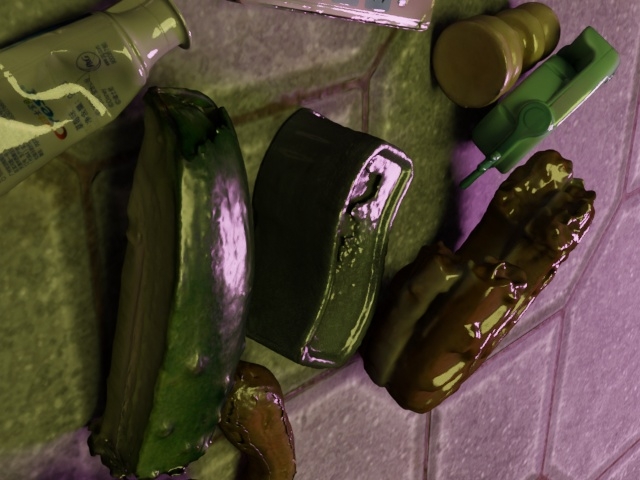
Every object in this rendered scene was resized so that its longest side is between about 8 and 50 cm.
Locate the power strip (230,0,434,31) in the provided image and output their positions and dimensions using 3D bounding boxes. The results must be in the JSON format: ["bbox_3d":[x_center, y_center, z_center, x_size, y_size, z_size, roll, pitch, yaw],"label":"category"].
[{"bbox_3d":[0.018,-0.253,0.845,0.279,0.037,0.109,-6,112,-47],"label":"power strip"}]

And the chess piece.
[{"bbox_3d":[0.203,-0.214,1.049,0.170,0.094,0.094,-33,132,-45],"label":"chess piece"}]

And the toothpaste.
[{"bbox_3d":[-0.210,-0.090,0.667,0.266,0.061,0.096,-40,136,-19],"label":"toothpaste"}]

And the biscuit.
[{"bbox_3d":[0.168,0.056,1.052,0.366,0.115,0.268,-30,155,-51],"label":"biscuit"}]

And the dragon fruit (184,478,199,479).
[{"bbox_3d":[-0.127,0.316,0.845,0.269,0.198,0.200,20,60,-62],"label":"dragon fruit"}]

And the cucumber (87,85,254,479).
[{"bbox_3d":[-0.103,0.038,0.776,0.145,0.105,0.325,-17,127,-44],"label":"cucumber"}]

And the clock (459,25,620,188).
[{"bbox_3d":[0.236,-0.141,1.078,0.211,0.066,0.159,-42,175,-15],"label":"clock"}]

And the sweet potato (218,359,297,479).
[{"bbox_3d":[-0.065,0.205,0.971,0.081,0.062,0.233,-24,131,-22],"label":"sweet potato"}]

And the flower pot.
[{"bbox_3d":[0.000,0.000,0.900,0.103,0.108,0.229,4,107,-51],"label":"flower pot"}]
